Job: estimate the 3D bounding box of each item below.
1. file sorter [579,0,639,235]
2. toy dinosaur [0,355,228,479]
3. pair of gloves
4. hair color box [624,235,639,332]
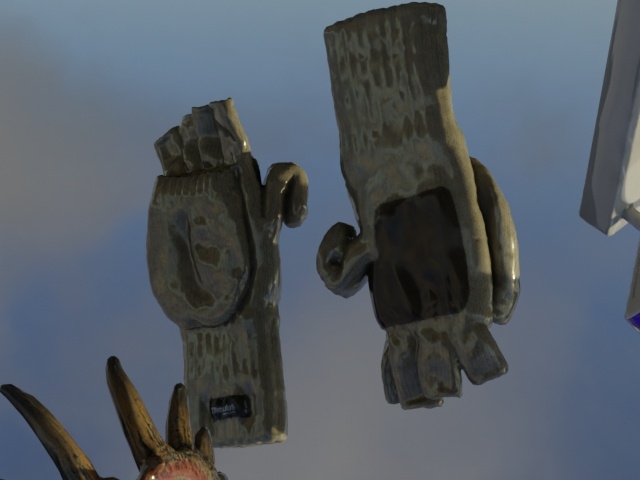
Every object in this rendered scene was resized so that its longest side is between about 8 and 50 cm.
[{"bbox_3d":[0.272,-0.097,0.573,0.278,0.193,0.173,-34,-123,-26],"label":"file sorter"},{"bbox_3d":[-0.142,0.117,0.518,0.296,0.200,0.127,15,-136,-2],"label":"toy dinosaur"},{"bbox_3d":[0.000,0.000,0.754,0.240,0.204,0.042,-20,170,39],"label":"pair of gloves"},{"bbox_3d":[0.393,-0.050,1.056,0.110,0.339,0.185,34,-134,-12],"label":"hair color box"}]
